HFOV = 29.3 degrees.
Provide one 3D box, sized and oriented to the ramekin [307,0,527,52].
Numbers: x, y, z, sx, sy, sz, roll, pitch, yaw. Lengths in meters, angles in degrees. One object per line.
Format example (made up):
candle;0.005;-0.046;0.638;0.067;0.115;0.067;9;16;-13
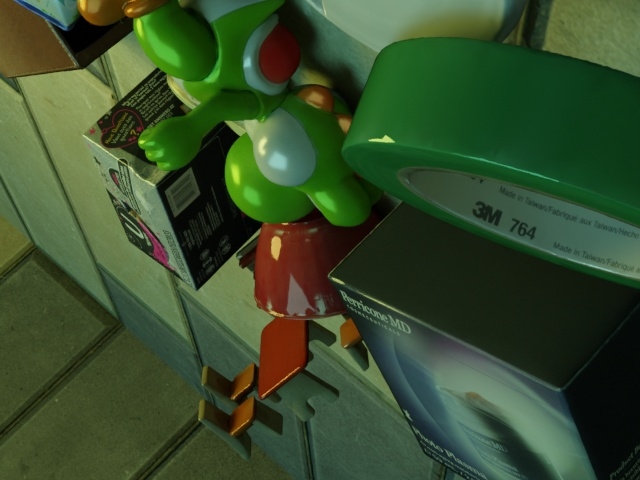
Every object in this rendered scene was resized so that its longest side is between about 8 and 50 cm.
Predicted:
ramekin;0.053;-0.255;0.797;0.273;0.127;0.273;39;160;17

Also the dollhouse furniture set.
dollhouse furniture set;-0.045;0.106;1.567;0.135;0.262;0.259;43;-160;-22

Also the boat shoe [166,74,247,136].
boat shoe;-0.117;-0.171;1.439;0.153;0.056;0.048;37;150;19

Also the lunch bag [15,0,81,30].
lunch bag;-0.284;-0.306;1.220;0.151;0.096;0.128;31;129;-2

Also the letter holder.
letter holder;-0.335;-0.323;1.438;0.214;0.152;0.302;56;159;-22

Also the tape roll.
tape roll;0.177;-0.039;0.838;0.321;0.077;0.321;20;174;2

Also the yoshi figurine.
yoshi figurine;-0.094;-0.143;1.268;0.362;0.203;0.203;49;177;-15

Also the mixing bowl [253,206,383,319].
mixing bowl;0.000;0.000;1.388;0.181;0.181;0.098;22;134;50

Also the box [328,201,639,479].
box;0.203;0.120;1.169;0.296;0.183;0.294;24;150;46

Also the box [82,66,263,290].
box;-0.180;-0.081;1.579;0.142;0.163;0.247;34;158;26
